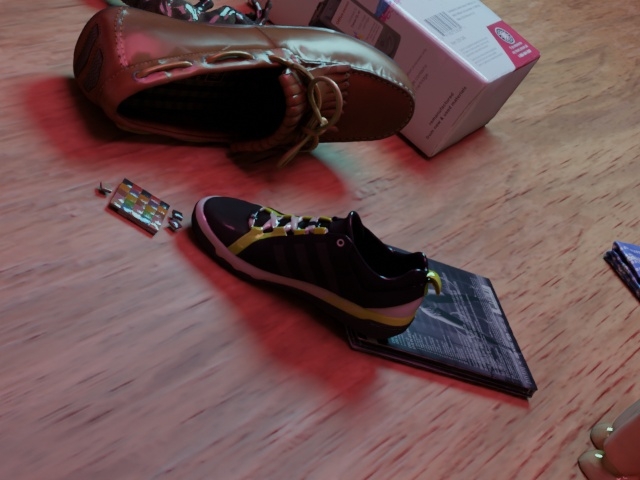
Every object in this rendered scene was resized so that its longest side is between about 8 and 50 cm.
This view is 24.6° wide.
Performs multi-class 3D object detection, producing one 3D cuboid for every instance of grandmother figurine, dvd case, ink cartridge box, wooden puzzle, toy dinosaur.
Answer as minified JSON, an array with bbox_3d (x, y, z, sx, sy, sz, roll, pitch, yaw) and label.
[{"bbox_3d":[0.385,0.101,1.380,0.104,0.342,0.208,35,29,-3],"label":"grandmother figurine"},{"bbox_3d":[0.104,0.070,1.458,0.221,0.018,0.164,19,34,-30],"label":"dvd case"},{"bbox_3d":[0.097,-0.265,1.828,0.306,0.131,0.226,41,29,11],"label":"ink cartridge box"},{"bbox_3d":[-0.163,-0.031,1.326,0.083,0.006,0.049,32,29,-9],"label":"wooden puzzle"},{"bbox_3d":[-0.119,-0.242,1.633,0.268,0.064,0.118,35,42,-9],"label":"toy dinosaur"}]

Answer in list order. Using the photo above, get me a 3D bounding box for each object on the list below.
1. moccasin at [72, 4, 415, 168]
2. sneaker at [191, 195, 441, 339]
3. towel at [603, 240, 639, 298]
[{"bbox_3d":[-0.057,-0.145,1.474,0.380,0.139,0.147,9,40,-40],"label":"moccasin"},{"bbox_3d":[0.000,0.000,1.344,0.234,0.097,0.084,25,34,-4],"label":"sneaker"},{"bbox_3d":[0.519,0.122,1.815,0.243,0.040,0.336,1,44,-48],"label":"towel"}]
